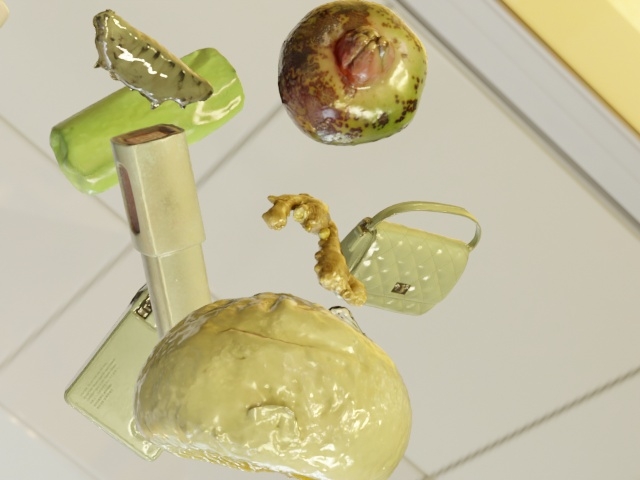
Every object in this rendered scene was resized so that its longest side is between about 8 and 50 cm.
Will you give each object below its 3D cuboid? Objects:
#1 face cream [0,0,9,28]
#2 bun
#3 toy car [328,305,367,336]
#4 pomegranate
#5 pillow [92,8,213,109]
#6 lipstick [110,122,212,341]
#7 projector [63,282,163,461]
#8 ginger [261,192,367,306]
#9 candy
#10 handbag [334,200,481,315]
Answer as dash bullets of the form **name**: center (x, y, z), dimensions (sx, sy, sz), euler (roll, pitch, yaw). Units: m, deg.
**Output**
- **face cream**: center (-0.533, -0.205, 1.632), dimensions (0.346, 0.102, 0.102), euler (-55, -166, -25)
- **bun**: center (-0.042, 0.118, 1.037), dimensions (0.244, 0.243, 0.153), euler (157, -58, -64)
- **toy car**: center (0.037, 0.133, 1.847), dimensions (0.041, 0.093, 0.025), euler (-25, -146, 14)
- **pomegranate**: center (0.048, -0.233, 1.715), dimensions (0.214, 0.214, 0.248), euler (-51, -177, -10)
- **pillow**: center (-0.273, -0.266, 1.958), dimensions (0.093, 0.241, 0.051), euler (-48, -140, 8)
- **lipstick**: center (-0.174, -0.002, 1.443), dimensions (0.077, 0.253, 0.079), euler (-19, -158, -25)
- **projector**: center (-0.280, 0.208, 2.092), dimensions (0.257, 0.192, 0.099), euler (-53, -169, -6)
- **ginger**: center (0.000, 0.000, 1.894), dimensions (0.052, 0.193, 0.176), euler (-41, -156, 37)
- **candy**: center (-0.295, -0.204, 2.162), dimensions (0.343, 0.132, 0.142), euler (-31, -152, -16)
- **handbag**: center (0.148, 0.022, 2.100), dimensions (0.219, 0.256, 0.079), euler (-52, -134, 28)
